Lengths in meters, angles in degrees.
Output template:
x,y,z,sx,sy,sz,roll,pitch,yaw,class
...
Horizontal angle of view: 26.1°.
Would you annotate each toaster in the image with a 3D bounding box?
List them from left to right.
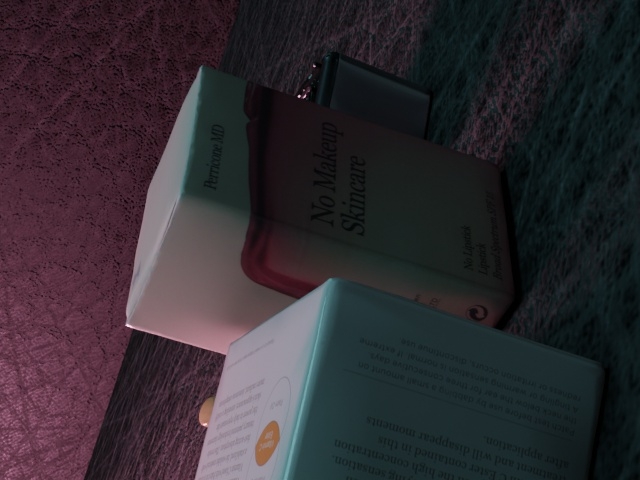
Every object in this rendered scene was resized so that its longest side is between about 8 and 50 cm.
x,y,z,sx,sy,sz,roll,pitch,yaw,class
0.012,-0.066,1.254,0.168,0.110,0.185,133,152,-59,toaster

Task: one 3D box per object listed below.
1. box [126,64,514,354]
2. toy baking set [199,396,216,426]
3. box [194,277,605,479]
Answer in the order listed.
x,y,z,sx,sy,sz,roll,pitch,yaw,class
0.000,0.000,0.952,0.148,0.232,0.127,-89,21,-49,box
-0.052,0.187,1.242,0.197,0.030,0.256,-30,42,44,toy baking set
0.009,0.224,0.767,0.215,0.168,0.345,144,143,-67,box
